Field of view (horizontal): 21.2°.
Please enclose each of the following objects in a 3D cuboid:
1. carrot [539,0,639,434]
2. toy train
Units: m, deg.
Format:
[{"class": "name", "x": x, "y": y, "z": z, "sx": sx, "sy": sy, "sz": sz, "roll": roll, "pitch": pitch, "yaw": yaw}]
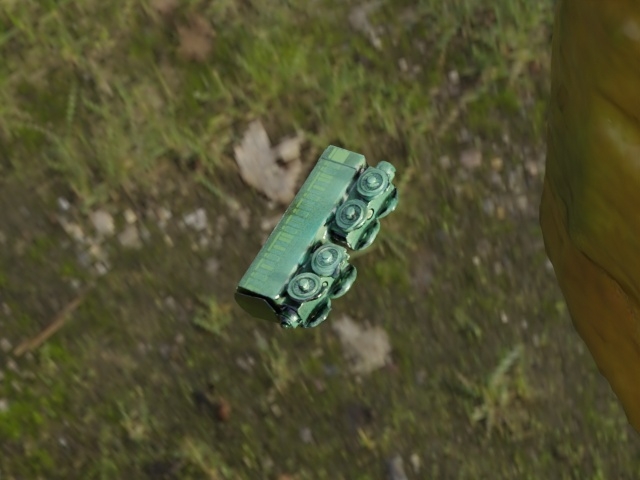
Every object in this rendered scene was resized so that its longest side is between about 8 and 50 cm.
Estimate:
[{"class": "carrot", "x": 0.179, "y": -0.082, "z": 0.428, "sx": 0.241, "sy": 0.340, "sz": 0.241, "roll": 1, "pitch": 51, "yaw": -1}, {"class": "toy train", "x": 0.000, "y": 0.000, "z": 1.209, "sx": 0.071, "sy": 0.038, "sz": 0.148, "roll": 16, "pitch": 61, "yaw": 32}]
